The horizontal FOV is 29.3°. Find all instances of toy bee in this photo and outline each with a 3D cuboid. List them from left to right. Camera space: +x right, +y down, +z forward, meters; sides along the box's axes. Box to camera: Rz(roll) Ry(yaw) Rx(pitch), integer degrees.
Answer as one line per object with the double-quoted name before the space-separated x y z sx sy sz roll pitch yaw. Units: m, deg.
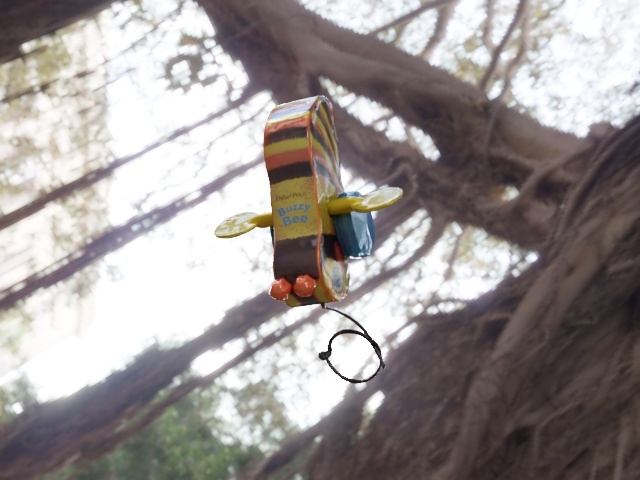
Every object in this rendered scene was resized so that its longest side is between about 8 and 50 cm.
"toy bee" 0.000 0.000 1.239 0.195 0.162 0.298 -33 -95 20
